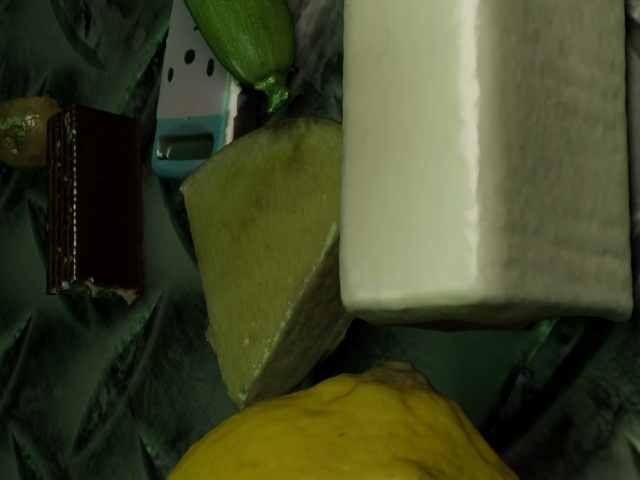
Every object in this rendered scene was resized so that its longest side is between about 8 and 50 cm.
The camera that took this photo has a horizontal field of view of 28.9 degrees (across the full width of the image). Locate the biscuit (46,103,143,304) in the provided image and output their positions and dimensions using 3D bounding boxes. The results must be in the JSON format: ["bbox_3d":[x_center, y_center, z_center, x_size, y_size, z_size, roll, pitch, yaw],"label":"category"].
[{"bbox_3d":[-0.281,-0.041,1.554,0.070,0.106,0.252,-20,68,46],"label":"biscuit"}]

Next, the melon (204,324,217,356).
[{"bbox_3d":[-0.070,0.152,1.298,0.098,0.054,0.182,-50,53,41],"label":"melon"}]

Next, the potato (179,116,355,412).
[{"bbox_3d":[0.000,0.000,1.196,0.255,0.112,0.269,-38,58,36],"label":"potato"}]

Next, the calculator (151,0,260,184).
[{"bbox_3d":[-0.129,-0.190,1.440,0.173,0.051,0.293,3,85,50],"label":"calculator"}]

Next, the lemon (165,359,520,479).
[{"bbox_3d":[0.016,0.280,0.938,0.350,0.350,0.387,-1,79,51],"label":"lemon"}]

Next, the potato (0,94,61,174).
[{"bbox_3d":[-0.455,-0.148,1.806,0.172,0.089,0.100,-16,73,47],"label":"potato"}]

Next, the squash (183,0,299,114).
[{"bbox_3d":[-0.121,-0.318,1.302,0.107,0.107,0.395,-16,104,49],"label":"squash"}]

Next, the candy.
[{"bbox_3d":[0.132,-0.105,0.972,0.145,0.208,0.358,-10,74,49],"label":"candy"}]
